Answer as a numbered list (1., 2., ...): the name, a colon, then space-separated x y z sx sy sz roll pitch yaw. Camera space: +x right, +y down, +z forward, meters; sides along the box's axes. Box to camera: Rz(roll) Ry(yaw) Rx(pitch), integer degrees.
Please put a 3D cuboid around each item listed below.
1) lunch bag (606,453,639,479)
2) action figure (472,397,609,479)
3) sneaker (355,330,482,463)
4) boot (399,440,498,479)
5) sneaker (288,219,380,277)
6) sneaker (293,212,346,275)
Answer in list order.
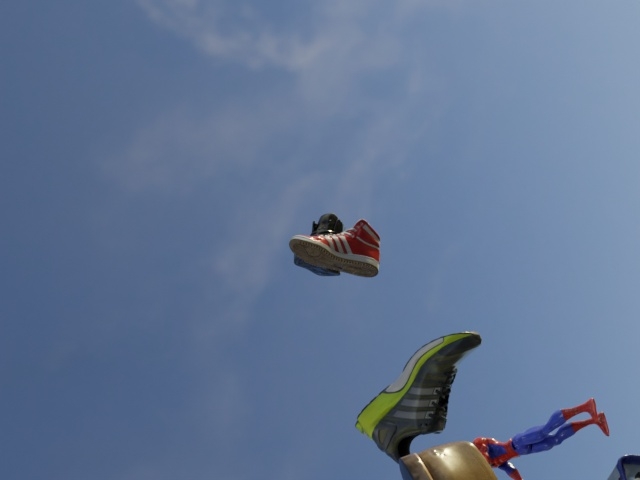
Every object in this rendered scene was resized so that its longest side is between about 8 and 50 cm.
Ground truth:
1. lunch bag: 0.603 0.485 1.906 0.328 0.385 0.239 104 163 -52
2. action figure: 0.371 0.389 2.255 0.091 0.280 0.139 49 -151 -40
3. sneaker: 0.197 0.279 2.287 0.111 0.121 0.300 0 -45 -55
4. boot: 0.219 0.390 1.710 0.115 0.305 0.112 -20 -43 -11
5. sneaker: 0.021 0.001 1.606 0.042 0.118 0.067 121 164 -54
6. sneaker: 0.003 0.000 1.816 0.170 0.051 0.089 36 -124 -70
